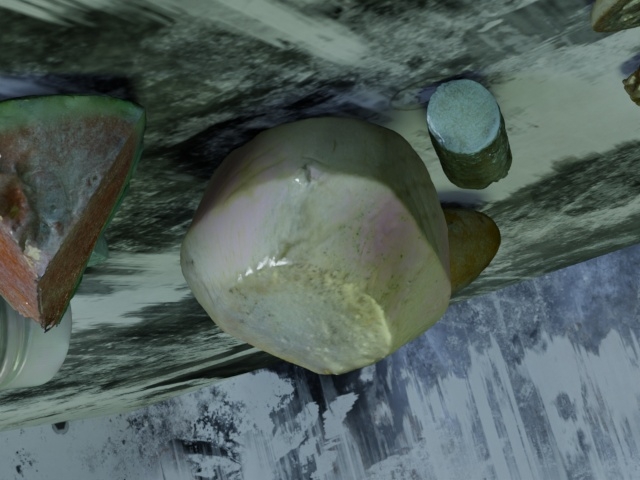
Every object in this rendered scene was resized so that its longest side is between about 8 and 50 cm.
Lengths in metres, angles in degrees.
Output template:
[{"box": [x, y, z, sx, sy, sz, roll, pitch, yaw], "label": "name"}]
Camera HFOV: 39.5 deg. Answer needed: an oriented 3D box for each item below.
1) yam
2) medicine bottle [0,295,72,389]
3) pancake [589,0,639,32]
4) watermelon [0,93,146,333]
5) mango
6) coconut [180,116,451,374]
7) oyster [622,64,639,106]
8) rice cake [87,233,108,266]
[{"box": [0.150, -0.101, 0.887, 0.078, 0.078, 0.179, -17, 166, 10], "label": "yam"}, {"box": [-0.393, 0.085, 0.834, 0.170, 0.170, 0.293, -24, 164, 35], "label": "medicine bottle"}, {"box": [0.282, -0.206, 0.696, 0.158, 0.028, 0.158, -17, 169, -4], "label": "pancake"}, {"box": [-0.204, -0.042, 0.687, 0.146, 0.128, 0.231, -43, 172, -27], "label": "watermelon"}, {"box": [0.147, 0.025, 1.277, 0.316, 0.146, 0.192, -13, 177, -40], "label": "mango"}, {"box": [0.000, 0.000, 0.843, 0.259, 0.259, 0.259, -14, 167, -3], "label": "coconut"}, {"box": [0.475, -0.194, 0.890, 0.344, 0.079, 0.129, -14, 159, 5], "label": "oyster"}, {"box": [-0.252, -0.014, 0.855, 0.042, 0.045, 0.245, -14, 167, -3], "label": "rice cake"}]
